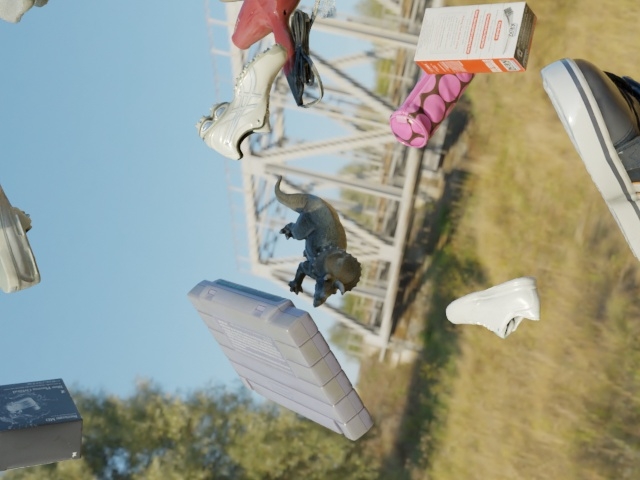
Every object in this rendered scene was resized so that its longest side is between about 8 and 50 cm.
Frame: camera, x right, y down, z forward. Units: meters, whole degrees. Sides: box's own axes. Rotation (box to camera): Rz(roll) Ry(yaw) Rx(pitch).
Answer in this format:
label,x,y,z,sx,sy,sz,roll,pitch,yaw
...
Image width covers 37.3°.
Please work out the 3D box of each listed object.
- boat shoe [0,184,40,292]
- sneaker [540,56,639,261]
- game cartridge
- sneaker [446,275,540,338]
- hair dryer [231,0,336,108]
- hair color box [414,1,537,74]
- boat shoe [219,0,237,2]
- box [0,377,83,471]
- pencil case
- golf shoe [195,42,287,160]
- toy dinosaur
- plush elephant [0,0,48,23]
label,x,y,z,sx,sy,sz,roll,pitch,yaw
boat shoe,-0.570,-0.016,1.739,0.079,0.081,0.227,-27,79,51
sneaker,0.308,-0.091,0.889,0.321,0.127,0.126,36,-149,-53
game cartridge,-0.073,0.177,1.517,0.068,0.355,0.230,-35,-67,-24
sneaker,0.313,0.136,1.725,0.212,0.080,0.094,-29,70,51
hair dryer,-0.068,-0.334,1.492,0.293,0.080,0.223,24,100,59
hair color box,0.234,-0.305,1.439,0.053,0.167,0.093,28,-108,-51
boat shoe,-0.005,-0.346,1.104,0.109,0.302,0.098,-33,-62,-49
box,-0.546,0.344,1.788,0.158,0.156,0.093,40,127,52
pencil case,0.211,-0.279,1.789,0.209,0.095,0.098,-57,-26,-18
golf shoe,-0.090,-0.191,1.327,0.176,0.086,0.069,-51,-10,8
toy dinosaur,0.000,0.000,1.738,0.160,0.121,0.313,-46,45,45
plush elephant,-0.396,-0.405,1.215,0.330,0.272,0.255,-7,-54,-59
